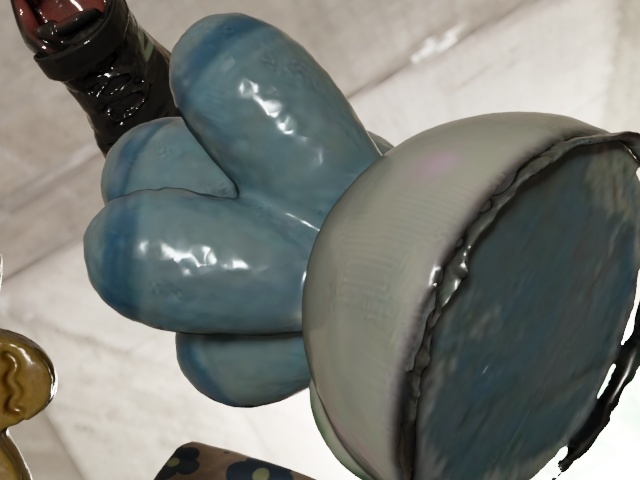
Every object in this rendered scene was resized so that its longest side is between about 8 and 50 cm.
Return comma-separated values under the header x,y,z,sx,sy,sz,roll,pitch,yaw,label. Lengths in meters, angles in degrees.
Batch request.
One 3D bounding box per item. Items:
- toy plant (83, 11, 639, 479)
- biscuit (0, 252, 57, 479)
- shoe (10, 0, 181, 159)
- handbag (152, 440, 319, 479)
x,y,z,sx,sy,sz,roll,pitch,yaw,label
0.000,0.000,0.988,0.247,0.332,0.247,-29,-49,-41,toy plant
-0.238,0.109,0.993,0.184,0.249,0.035,-3,6,10,biscuit
-0.205,-0.178,1.651,0.114,0.291,0.137,-34,-1,-2,shoe
-0.082,0.322,1.586,0.251,0.193,0.190,-55,-40,-36,handbag
